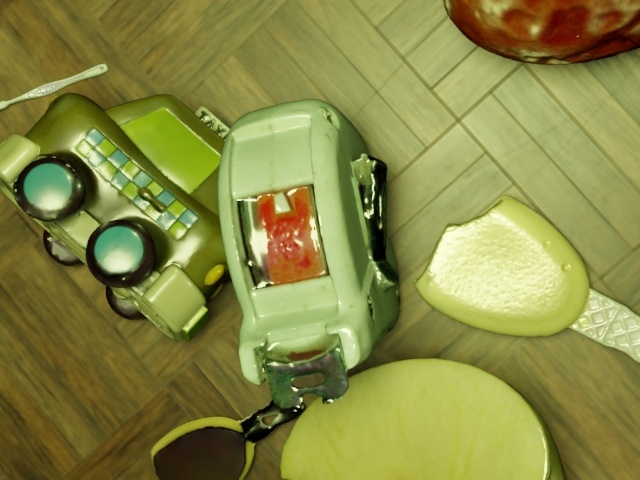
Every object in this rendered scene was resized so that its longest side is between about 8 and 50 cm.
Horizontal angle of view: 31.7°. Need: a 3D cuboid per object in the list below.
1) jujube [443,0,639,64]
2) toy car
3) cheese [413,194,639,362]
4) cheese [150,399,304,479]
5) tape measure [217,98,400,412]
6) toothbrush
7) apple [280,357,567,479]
[{"bbox_3d":[0.249,-0.267,0.943,0.318,0.223,0.223,-11,92,5],"label":"jujube"},{"bbox_3d":[-0.166,-0.047,1.064,0.248,0.204,0.198,40,77,5],"label":"toy car"},{"bbox_3d":[0.221,0.050,1.042,0.255,0.050,0.127,25,97,7],"label":"cheese"},{"bbox_3d":[-0.088,0.201,1.121,0.162,0.036,0.086,-35,84,12],"label":"cheese"},{"bbox_3d":[0.000,0.001,0.983,0.125,0.243,0.246,-9,93,11],"label":"tape measure"},{"bbox_3d":[-0.275,-0.155,1.146,0.131,0.013,0.011,-17,100,11],"label":"toothbrush"},{"bbox_3d":[0.077,0.270,0.984,0.257,0.295,0.233,0,132,29],"label":"apple"}]
